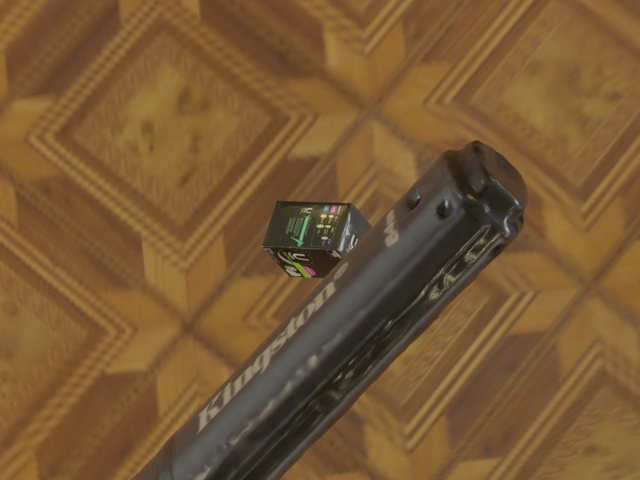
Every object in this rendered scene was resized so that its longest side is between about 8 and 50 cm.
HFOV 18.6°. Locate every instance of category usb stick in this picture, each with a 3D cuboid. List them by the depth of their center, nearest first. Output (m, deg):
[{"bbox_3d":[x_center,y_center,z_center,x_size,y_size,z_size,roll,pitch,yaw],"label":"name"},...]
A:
[{"bbox_3d":[-0.015,0.068,0.861,0.045,0.077,0.278,42,106,-8],"label":"usb stick"}]

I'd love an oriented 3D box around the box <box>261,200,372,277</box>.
[{"bbox_3d":[0.000,0.000,1.810,0.083,0.062,0.052,2,62,30],"label":"box"}]
